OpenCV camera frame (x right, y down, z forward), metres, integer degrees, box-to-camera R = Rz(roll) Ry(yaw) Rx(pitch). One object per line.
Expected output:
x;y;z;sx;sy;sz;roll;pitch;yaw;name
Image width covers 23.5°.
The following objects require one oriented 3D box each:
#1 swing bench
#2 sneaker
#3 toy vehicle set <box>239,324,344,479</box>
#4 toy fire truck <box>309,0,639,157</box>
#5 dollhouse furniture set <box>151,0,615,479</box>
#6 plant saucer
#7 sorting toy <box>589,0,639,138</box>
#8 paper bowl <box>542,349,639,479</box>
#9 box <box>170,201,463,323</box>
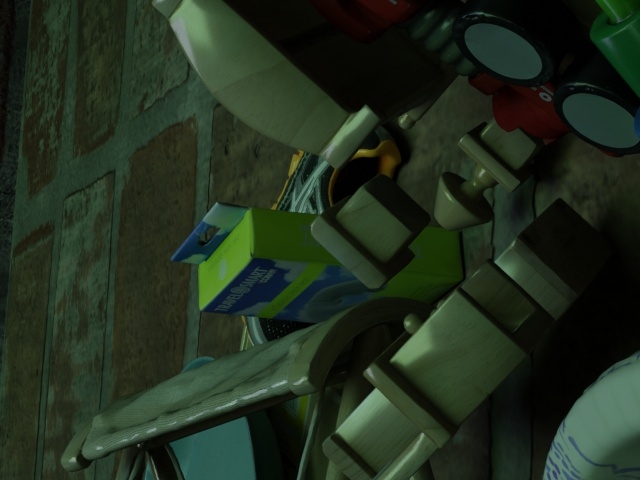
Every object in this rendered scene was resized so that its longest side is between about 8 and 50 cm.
-0.042;0.181;1.031;0.253;0.165;0.255;-25;59;40;swing bench
0.000;0.000;1.183;0.083;0.084;0.215;30;106;57;sneaker
-0.019;0.174;1.247;0.267;0.035;0.166;-147;66;-66;toy vehicle set
0.090;-0.137;0.869;0.158;0.217;0.246;-60;8;-21;toy fire truck
-0.032;-0.040;0.876;0.174;0.355;0.303;-50;-6;24;dollhouse furniture set
-0.091;0.258;1.296;0.317;0.043;0.318;-174;90;-69;plant saucer
0.202;-0.150;0.437;0.365;0.126;0.127;-46;16;-10;sorting toy
0.212;0.126;0.461;0.284;0.148;0.284;46;152;32;paper bowl
-0.004;0.020;1.066;0.109;0.178;0.042;135;136;-57;box
